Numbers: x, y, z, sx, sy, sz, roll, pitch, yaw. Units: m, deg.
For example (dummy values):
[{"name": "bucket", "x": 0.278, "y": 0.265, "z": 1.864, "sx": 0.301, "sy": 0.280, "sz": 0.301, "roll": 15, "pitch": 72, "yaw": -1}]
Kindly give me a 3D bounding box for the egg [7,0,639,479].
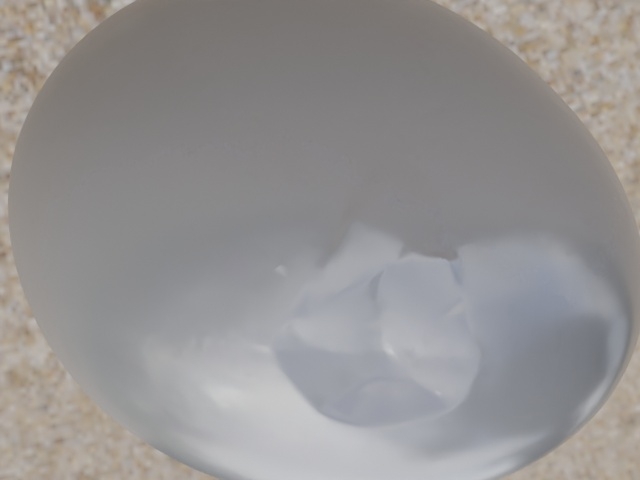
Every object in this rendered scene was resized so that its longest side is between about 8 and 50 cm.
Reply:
[{"name": "egg", "x": 0.000, "y": 0.000, "z": 0.544, "sx": 0.176, "sy": 0.232, "sz": 0.176, "roll": -23, "pitch": 125, "yaw": -37}]
